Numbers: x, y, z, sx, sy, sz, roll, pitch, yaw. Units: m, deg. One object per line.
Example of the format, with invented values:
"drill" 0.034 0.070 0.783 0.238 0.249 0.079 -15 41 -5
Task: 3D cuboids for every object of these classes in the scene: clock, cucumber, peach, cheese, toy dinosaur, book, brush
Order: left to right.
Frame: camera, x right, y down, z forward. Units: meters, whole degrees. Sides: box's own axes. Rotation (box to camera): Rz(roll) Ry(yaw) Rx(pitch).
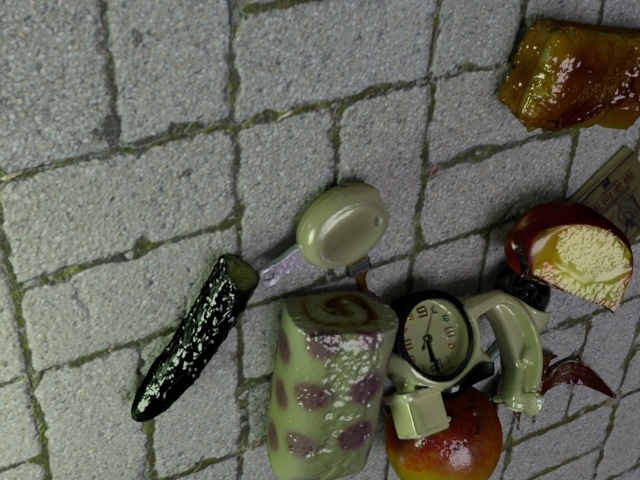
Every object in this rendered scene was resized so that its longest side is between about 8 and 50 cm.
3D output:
"cucumber" -0.195 0.159 1.490 0.081 0.072 0.303 18 111 -45
"cheese" 0.000 0.000 1.515 0.227 0.064 0.137 -33 134 -9
"brush" 0.070 0.069 1.652 0.043 0.014 0.169 -27 134 -14
"peach" 0.234 0.378 1.868 0.231 0.231 0.230 -19 131 -23
"clock" 0.276 0.198 1.751 0.379 0.120 0.276 -10 84 -27
"toy dinosaur" 0.487 0.337 2.083 0.327 0.113 0.206 18 110 -44
"peach" 0.436 0.005 1.764 0.268 0.154 0.158 18 106 -21
"book" 0.577 -0.065 1.900 0.161 0.026 0.231 -45 136 2

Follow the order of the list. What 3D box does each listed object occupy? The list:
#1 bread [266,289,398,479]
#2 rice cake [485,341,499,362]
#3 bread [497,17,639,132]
"bread" 0.014 0.253 1.650 0.187 0.155 0.338 -8 126 -26
"rice cake" 0.355 0.218 1.960 0.121 0.022 0.022 -51 136 8
"bread" 0.469 -0.263 1.617 0.381 0.109 0.185 -4 124 -35
